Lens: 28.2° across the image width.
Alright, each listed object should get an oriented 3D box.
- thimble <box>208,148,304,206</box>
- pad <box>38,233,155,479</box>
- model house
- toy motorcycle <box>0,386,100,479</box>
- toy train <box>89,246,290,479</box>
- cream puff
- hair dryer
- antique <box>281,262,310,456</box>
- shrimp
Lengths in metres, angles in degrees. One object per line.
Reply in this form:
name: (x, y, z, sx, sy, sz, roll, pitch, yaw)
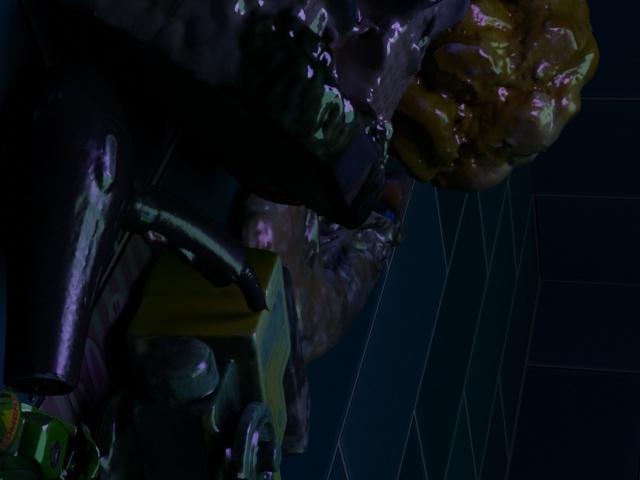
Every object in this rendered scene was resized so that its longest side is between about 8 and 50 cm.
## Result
thimble: (-0.028, -0.134, 1.198, 0.125, 0.163, 0.190, 42, 62, -72)
pad: (-0.174, 0.155, 1.039, 0.300, 0.005, 0.202, -69, 156, -46)
model house: (-0.012, -0.197, 0.987, 0.284, 0.243, 0.298, -60, 167, -7)
toy motorcycle: (-0.198, 0.127, 0.783, 0.190, 0.106, 0.074, 58, 37, -64)
toy train: (-0.086, 0.213, 1.101, 0.237, 0.150, 0.369, -72, 160, -58)
cream puff: (0.195, -0.244, 1.737, 0.257, 0.324, 0.291, 26, 44, -31)
hair dryer: (-0.114, 0.020, 0.911, 0.271, 0.091, 0.236, 25, 57, -43)
antique: (-0.062, 0.123, 1.235, 0.088, 0.086, 0.183, -84, 167, -61)
shrimp: (0.000, 0.000, 1.457, 0.445, 0.109, 0.221, -37, 119, -64)
